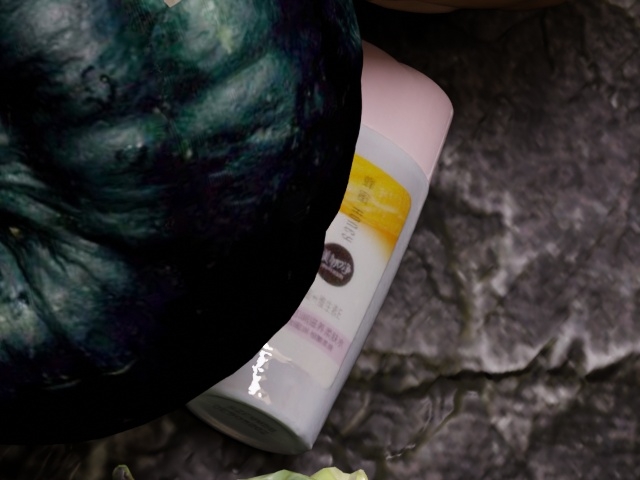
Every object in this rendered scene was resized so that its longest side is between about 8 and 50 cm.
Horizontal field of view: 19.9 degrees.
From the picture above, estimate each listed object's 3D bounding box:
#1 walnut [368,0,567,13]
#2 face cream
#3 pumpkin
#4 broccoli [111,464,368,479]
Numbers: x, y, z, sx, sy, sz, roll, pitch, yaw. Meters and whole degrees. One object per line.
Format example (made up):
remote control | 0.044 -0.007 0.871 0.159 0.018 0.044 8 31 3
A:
walnut | 0.028 -0.252 0.817 0.344 0.306 0.306 -1 75 -31
face cream | 0.000 0.000 0.857 0.084 0.057 0.198 30 64 -17
pumpkin | -0.140 -0.075 0.684 0.315 0.315 0.238 30 31 -17
broccoli | -0.074 0.160 0.704 0.247 0.263 0.243 34 25 19
